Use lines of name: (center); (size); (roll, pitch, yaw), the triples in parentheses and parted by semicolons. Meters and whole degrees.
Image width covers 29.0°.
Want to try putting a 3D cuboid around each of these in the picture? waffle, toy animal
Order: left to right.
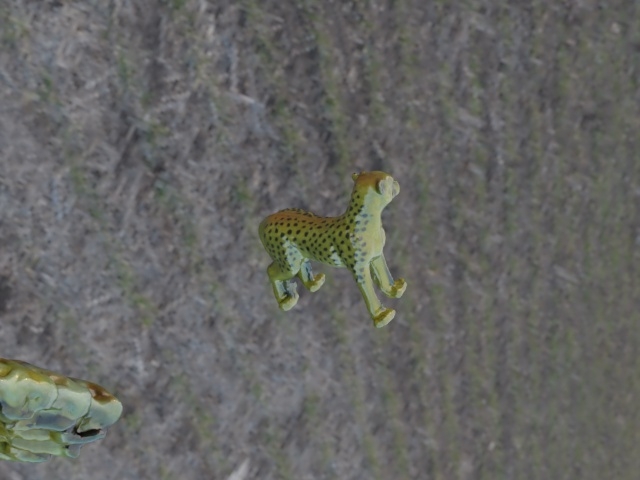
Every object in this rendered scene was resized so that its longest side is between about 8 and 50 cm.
waffle: (-0.252, 0.106, 0.813); (0.204, 0.223, 0.054); (27, 60, -47)
toy animal: (0.000, 0.000, 1.164); (0.073, 0.181, 0.136); (-42, 125, -40)
